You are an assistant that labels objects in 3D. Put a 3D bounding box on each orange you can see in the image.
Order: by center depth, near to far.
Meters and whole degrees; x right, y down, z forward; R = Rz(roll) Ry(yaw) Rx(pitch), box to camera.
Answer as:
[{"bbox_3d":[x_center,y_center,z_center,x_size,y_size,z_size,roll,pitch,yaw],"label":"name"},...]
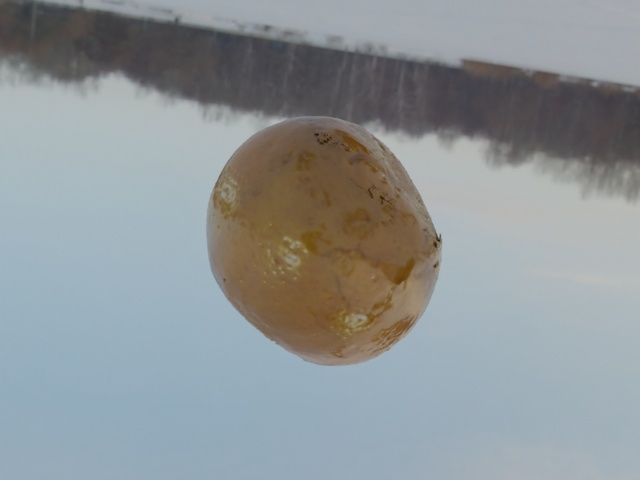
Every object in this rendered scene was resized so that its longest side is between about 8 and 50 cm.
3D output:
[{"bbox_3d":[0.000,0.000,0.343,0.083,0.070,0.083,49,-167,-15],"label":"orange"}]
